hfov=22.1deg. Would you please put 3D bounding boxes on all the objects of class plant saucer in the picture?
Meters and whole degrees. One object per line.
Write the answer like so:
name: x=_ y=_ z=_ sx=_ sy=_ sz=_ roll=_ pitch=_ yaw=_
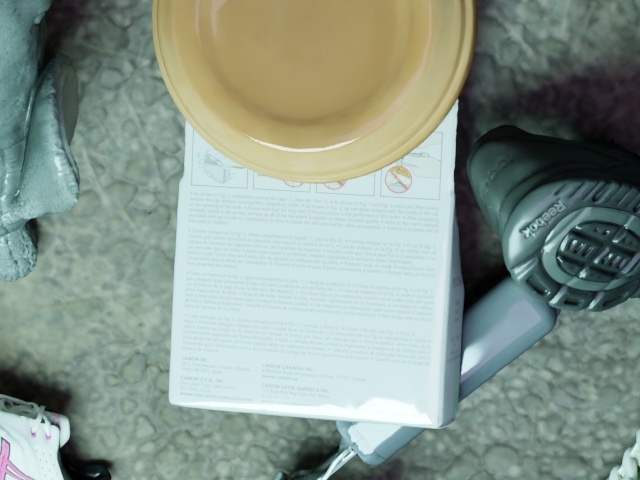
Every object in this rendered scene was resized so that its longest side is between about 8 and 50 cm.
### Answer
plant saucer: x=-0.007 y=-0.131 z=0.975 sx=0.200 sy=0.037 sz=0.200 roll=2 pitch=99 yaw=11

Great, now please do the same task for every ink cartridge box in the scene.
ink cartridge box: x=0.000 y=0.000 z=1.037 sx=0.181 sy=0.056 sz=0.225 roll=4 pitch=92 yaw=15

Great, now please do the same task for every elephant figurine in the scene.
elephant figurine: x=-0.198 y=-0.071 z=0.949 sx=0.169 sy=0.186 sz=0.239 roll=3 pitch=104 yaw=36

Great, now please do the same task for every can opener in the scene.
can opener: x=0.058 y=0.136 z=1.096 sx=0.283 sy=0.076 sz=0.095 roll=-40 pitch=88 yaw=15

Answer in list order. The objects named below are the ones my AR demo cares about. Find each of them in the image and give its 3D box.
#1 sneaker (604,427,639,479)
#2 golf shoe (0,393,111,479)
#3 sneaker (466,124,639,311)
sneaker: x=0.204 y=0.206 z=1.117 sx=0.123 sy=0.106 sz=0.290 roll=9 pitch=114 yaw=-7
golf shoe: x=-0.215 y=0.127 z=1.095 sx=0.086 sy=0.067 sz=0.186 roll=-33 pitch=129 yaw=2
sneaker: x=0.211 y=-0.006 z=1.029 sx=0.286 sy=0.130 sz=0.109 roll=23 pitch=111 yaw=-34
